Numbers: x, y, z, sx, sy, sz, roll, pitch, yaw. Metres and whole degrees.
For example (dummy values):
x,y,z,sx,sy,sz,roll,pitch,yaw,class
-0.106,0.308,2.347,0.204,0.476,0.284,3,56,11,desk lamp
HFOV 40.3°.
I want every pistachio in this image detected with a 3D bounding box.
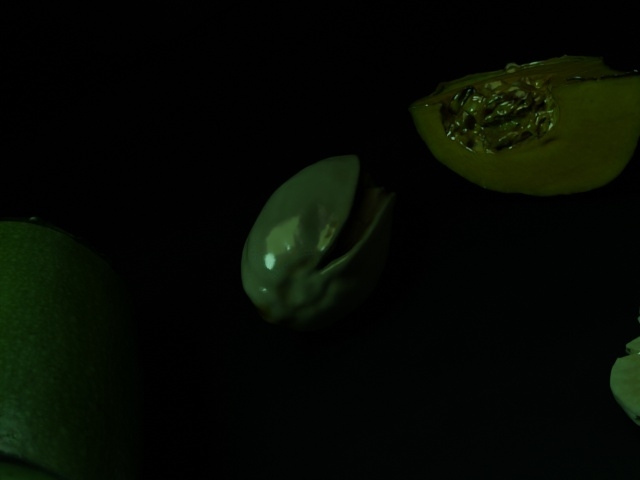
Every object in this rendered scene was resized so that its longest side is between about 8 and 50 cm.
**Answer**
x,y,z,sx,sy,sz,roll,pitch,yaw,class
0.000,0.000,0.862,0.143,0.144,0.215,-13,28,35,pistachio

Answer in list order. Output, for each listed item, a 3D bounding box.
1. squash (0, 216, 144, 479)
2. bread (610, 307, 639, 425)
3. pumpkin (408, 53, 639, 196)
x,y,z,sx,sy,sz,roll,pitch,yaw,class
-0.286,0.162,0.770,0.263,0.263,0.384,-31,27,5,squash
0.312,0.057,0.526,0.250,0.039,0.182,-3,40,45,bread
0.234,-0.123,0.858,0.163,0.111,0.278,-33,21,-35,pumpkin
